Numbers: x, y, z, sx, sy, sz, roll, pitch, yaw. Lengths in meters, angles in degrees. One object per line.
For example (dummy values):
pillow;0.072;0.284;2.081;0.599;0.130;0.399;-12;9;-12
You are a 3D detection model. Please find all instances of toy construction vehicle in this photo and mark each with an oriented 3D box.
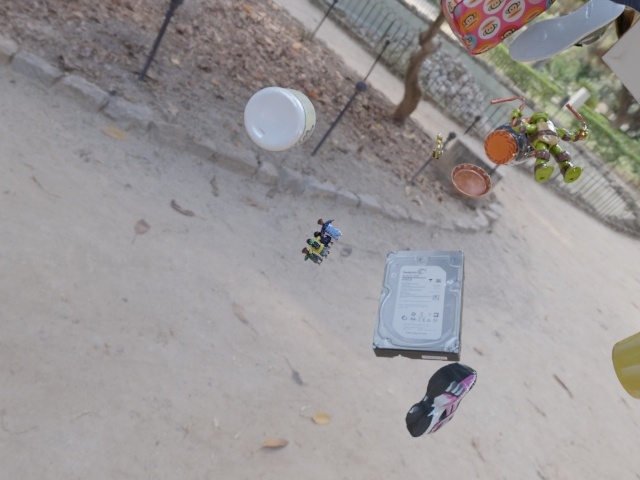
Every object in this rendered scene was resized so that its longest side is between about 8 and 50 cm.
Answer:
toy construction vehicle;0.462;-0.361;2.018;0.035;0.098;0.086;16;43;22

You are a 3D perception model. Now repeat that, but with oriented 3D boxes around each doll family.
doll family;0.000;0.000;2.025;0.111;0.076;0.193;37;67;-12

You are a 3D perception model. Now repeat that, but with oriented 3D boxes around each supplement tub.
supplement tub;0.548;-0.272;1.430;0.190;0.117;0.117;-20;61;-31
supplement tub;-0.149;-0.485;2.066;0.235;0.235;0.325;39;18;-1

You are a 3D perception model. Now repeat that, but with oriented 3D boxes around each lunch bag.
lunch bag;0.456;-0.645;1.324;0.258;0.293;0.120;31;31;-54

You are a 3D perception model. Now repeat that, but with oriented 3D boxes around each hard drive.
hard drive;0.288;0.176;1.493;0.064;0.237;0.339;66;31;-46

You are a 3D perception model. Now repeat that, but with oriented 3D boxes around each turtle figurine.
turtle figurine;0.530;-0.241;1.247;0.269;0.087;0.217;10;58;-16

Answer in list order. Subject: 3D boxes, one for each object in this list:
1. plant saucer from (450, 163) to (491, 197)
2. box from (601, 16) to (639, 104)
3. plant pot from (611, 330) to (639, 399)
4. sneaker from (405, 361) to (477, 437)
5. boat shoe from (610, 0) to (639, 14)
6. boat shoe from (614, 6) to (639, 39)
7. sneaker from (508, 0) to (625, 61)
plant saucer;0.302;-0.119;1.048;0.083;0.013;0.083;4;57;-6
box;0.689;-0.377;0.835;0.168;0.345;0.215;55;1;8
plant pot;0.939;0.323;1.384;0.254;0.239;0.254;18;57;-29
sneaker;0.243;0.311;1.018;0.077;0.178;0.072;22;25;-42
boat shoe;0.647;-0.481;1.010;0.183;0.066;0.066;53;-5;31
boat shoe;0.965;-0.731;1.625;0.285;0.089;0.104;26;18;-49
sneaker;0.670;-0.559;1.434;0.104;0.296;0.147;69;18;7
